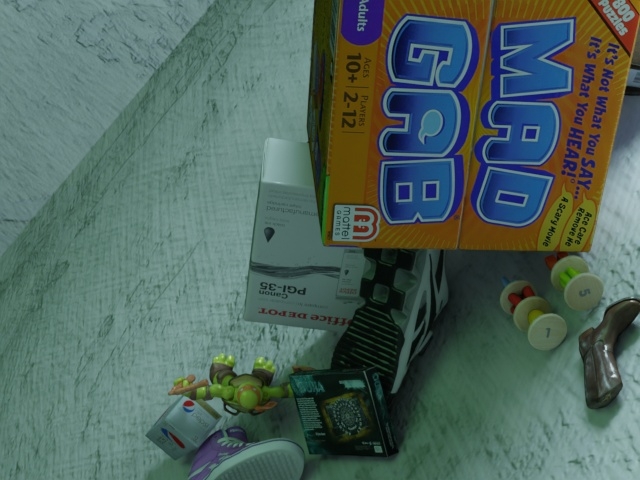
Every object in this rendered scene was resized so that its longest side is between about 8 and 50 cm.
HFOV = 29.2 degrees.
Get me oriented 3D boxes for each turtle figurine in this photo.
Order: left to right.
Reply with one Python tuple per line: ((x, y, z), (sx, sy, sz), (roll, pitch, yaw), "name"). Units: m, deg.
((-0.107, 0.236, 1.972), (0.217, 0.270, 0.087), (-144, 48, -82), "turtle figurine")

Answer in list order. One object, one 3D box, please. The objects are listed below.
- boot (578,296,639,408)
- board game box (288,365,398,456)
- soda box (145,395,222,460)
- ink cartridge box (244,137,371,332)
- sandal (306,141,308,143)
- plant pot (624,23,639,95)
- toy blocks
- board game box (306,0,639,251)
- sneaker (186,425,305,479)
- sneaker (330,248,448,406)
((0.346, 0.134, 1.445), (0.106, 0.037, 0.114), (-52, 19, 36), "boot")
((0.030, 0.245, 1.760), (0.026, 0.126, 0.186), (-17, 4, -37), "board game box")
((-0.233, 0.313, 2.074), (0.069, 0.074, 0.216), (-50, 2, -22), "soda box")
((0.000, 0.000, 1.871), (0.117, 0.207, 0.283), (-87, 5, -51), "ink cartridge box")
((0.010, -0.226, 2.458), (0.179, 0.040, 0.067), (-45, 27, 18), "sandal")
((0.439, -0.326, 1.702), (0.215, 0.215, 0.230), (-11, 63, 55), "plant pot")
((0.293, 0.061, 1.606), (0.123, 0.054, 0.148), (-50, 25, 11), "toy blocks")
((0.176, -0.228, 1.638), (0.356, 0.356, 0.356), (-98, 10, -59), "board game box")
((-0.124, 0.336, 1.924), (0.282, 0.102, 0.161), (-34, 29, 36), "sneaker")
((0.119, 0.120, 1.784), (0.122, 0.146, 0.330), (26, 104, 39), "sneaker")
